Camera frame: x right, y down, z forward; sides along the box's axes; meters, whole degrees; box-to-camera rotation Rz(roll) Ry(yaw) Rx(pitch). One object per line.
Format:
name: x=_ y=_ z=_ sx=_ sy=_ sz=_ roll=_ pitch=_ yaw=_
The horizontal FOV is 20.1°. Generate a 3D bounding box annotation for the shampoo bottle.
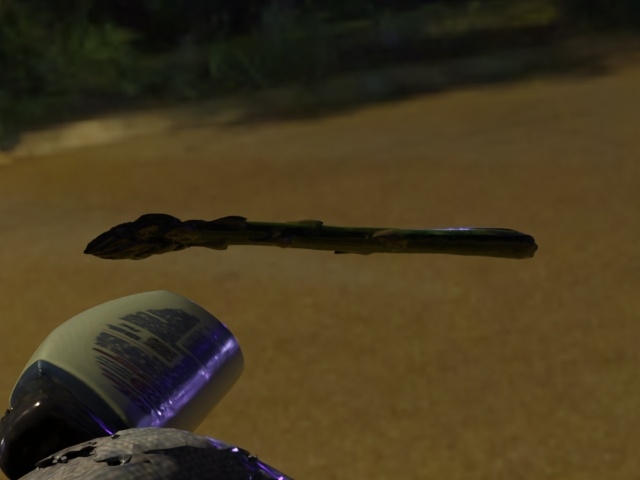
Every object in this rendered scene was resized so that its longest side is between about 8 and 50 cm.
shampoo bottle: x=-0.158 y=0.115 z=1.401 sx=0.134 sy=0.078 sz=0.359 roll=40 pitch=15 yaw=2

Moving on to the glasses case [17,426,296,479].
glasses case: x=-0.054 y=0.164 z=0.286 sx=0.109 sy=0.282 sz=0.067 roll=36 pitch=-28 yaw=-29

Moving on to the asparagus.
asparagus: x=0.000 y=0.000 z=0.840 sx=0.232 sy=0.023 sz=0.022 roll=0 pitch=-38 yaw=-26
